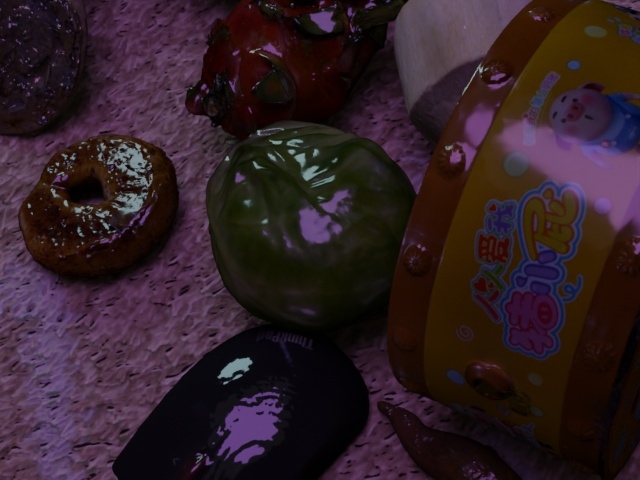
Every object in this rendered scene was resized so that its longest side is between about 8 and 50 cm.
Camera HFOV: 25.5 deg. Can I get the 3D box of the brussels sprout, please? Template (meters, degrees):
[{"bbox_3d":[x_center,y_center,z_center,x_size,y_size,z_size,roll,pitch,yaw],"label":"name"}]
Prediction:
[{"bbox_3d":[-0.008,-0.015,1.466,0.244,0.244,0.244,-4,60,7],"label":"brussels sprout"}]

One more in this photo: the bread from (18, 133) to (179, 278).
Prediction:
[{"bbox_3d":[-0.248,-0.038,1.603,0.193,0.064,0.193,-7,57,11],"label":"bread"}]

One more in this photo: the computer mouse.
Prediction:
[{"bbox_3d":[-0.075,0.189,1.425,0.170,0.100,0.269,33,71,26],"label":"computer mouse"}]

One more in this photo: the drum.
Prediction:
[{"bbox_3d":[0.249,-0.009,1.308,0.214,0.431,0.431,22,66,21],"label":"drum"}]

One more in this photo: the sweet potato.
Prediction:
[{"bbox_3d":[0.137,0.220,1.395,0.226,0.068,0.068,36,72,25],"label":"sweet potato"}]

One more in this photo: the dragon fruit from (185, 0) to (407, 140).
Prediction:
[{"bbox_3d":[-0.023,-0.221,1.582,0.198,0.269,0.200,53,34,-5],"label":"dragon fruit"}]

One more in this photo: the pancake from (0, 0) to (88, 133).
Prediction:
[{"bbox_3d":[-0.395,-0.260,1.673,0.283,0.049,0.282,3,105,12],"label":"pancake"}]

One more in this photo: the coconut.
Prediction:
[{"bbox_3d":[0.182,-0.208,1.550,0.202,0.202,0.221,-9,63,4],"label":"coconut"}]
